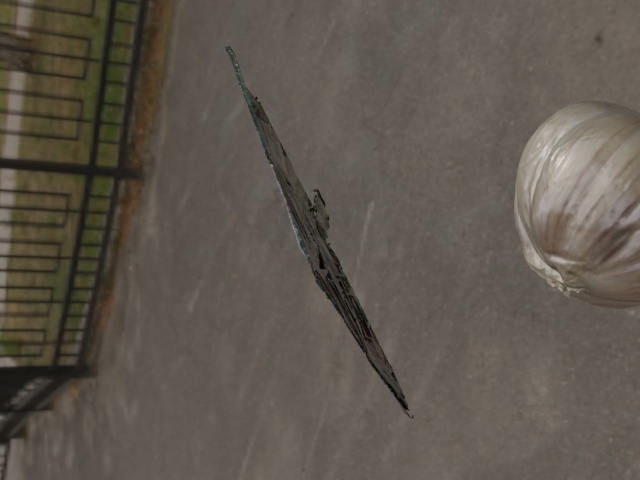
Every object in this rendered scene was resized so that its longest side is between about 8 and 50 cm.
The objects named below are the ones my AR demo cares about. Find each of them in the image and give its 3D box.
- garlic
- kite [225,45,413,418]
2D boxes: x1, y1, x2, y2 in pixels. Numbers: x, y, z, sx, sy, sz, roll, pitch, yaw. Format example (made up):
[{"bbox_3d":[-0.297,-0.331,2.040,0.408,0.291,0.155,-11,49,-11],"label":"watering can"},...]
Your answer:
[{"bbox_3d":[0.389,-0.040,1.173,0.259,0.317,0.317,-50,34,4],"label":"garlic"},{"bbox_3d":[0.000,0.000,0.689,0.314,0.012,0.335,-81,-34,-80],"label":"kite"}]
